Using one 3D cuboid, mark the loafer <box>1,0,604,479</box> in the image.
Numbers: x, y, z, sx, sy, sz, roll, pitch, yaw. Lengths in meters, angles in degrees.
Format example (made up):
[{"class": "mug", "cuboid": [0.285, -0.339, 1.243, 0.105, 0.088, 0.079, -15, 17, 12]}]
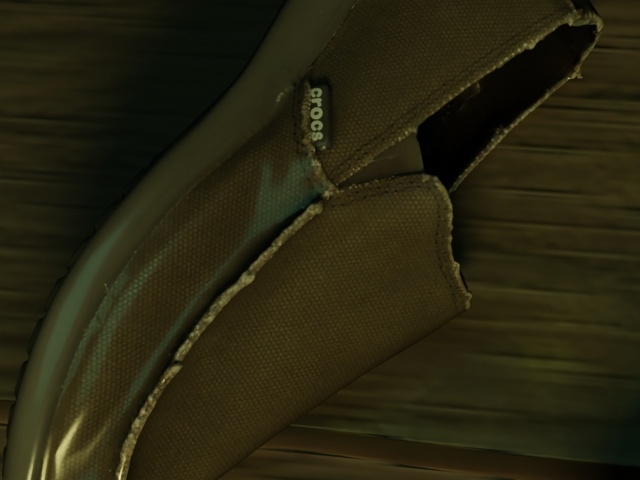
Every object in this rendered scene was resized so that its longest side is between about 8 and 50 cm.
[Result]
[{"class": "loafer", "cuboid": [0.000, 0.000, 0.783, 0.130, 0.134, 0.366, 29, 78, 16]}]
